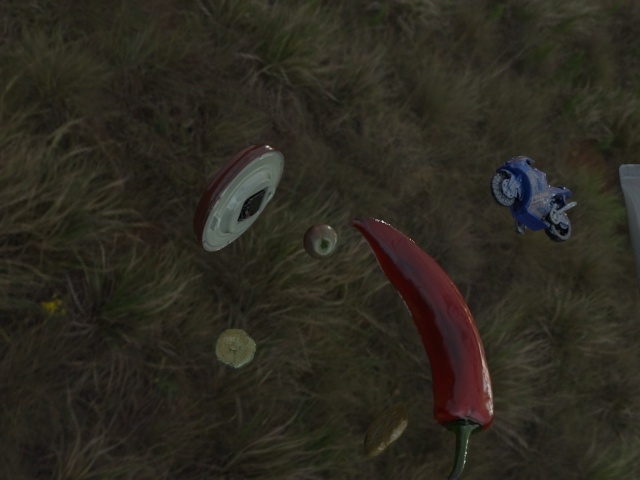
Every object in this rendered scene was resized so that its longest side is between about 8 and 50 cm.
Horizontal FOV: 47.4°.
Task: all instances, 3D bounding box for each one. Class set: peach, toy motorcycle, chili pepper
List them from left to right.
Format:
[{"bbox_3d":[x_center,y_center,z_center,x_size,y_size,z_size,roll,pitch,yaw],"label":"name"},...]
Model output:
[{"bbox_3d":[-0.001,0.001,1.629,0.083,0.083,0.083,16,52,-22],"label":"peach"},{"bbox_3d":[0.153,0.134,1.002,0.137,0.092,0.369,-11,69,-28],"label":"chili pepper"},{"bbox_3d":[0.353,-0.075,1.214,0.205,0.076,0.114,27,62,-31],"label":"toy motorcycle"}]

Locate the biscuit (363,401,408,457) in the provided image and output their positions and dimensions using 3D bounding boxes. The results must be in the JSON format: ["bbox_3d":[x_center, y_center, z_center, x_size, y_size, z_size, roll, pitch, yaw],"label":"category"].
[{"bbox_3d":[0.084,0.242,0.938,0.071,0.147,0.018,-42,85,2],"label":"biscuit"}]

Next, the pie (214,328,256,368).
[{"bbox_3d":[-0.171,0.215,1.458,0.084,0.020,0.085,2,76,-6],"label":"pie"}]

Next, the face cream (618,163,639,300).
[{"bbox_3d":[0.495,0.046,1.011,0.143,0.089,0.315,-1,84,-8],"label":"face cream"}]

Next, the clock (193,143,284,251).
[{"bbox_3d":[-0.195,-0.102,1.842,0.080,0.319,0.318,37,46,15],"label":"clock"}]
